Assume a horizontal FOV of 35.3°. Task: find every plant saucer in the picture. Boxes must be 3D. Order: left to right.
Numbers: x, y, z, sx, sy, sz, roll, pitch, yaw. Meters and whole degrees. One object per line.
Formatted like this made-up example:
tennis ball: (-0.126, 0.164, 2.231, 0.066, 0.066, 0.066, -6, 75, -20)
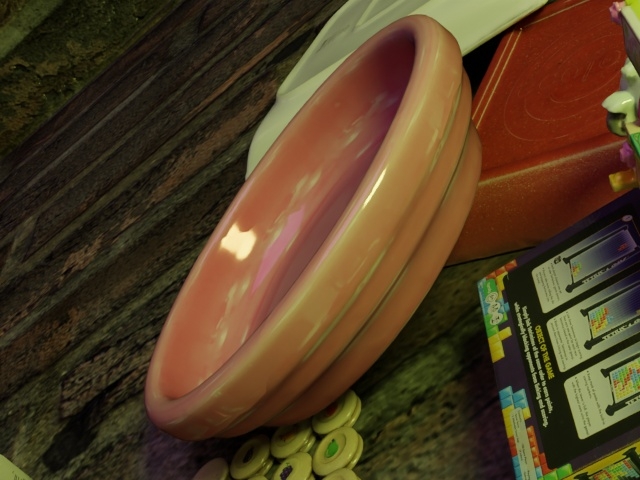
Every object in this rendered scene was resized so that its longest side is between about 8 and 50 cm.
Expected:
plant saucer: (0.000, 0.000, 0.702, 0.332, 0.084, 0.332, -49, 16, 20)
plant saucer: (0.195, -0.110, 0.694, 0.258, 0.048, 0.259, -16, 36, 46)

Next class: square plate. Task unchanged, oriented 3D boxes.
square plate: (0.091, -0.228, 0.988, 0.344, 0.049, 0.347, -27, 22, 35)

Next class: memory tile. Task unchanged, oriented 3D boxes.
memory tile: (-0.033, 0.160, 0.650, 0.148, 0.012, 0.113, -34, 26, 22)

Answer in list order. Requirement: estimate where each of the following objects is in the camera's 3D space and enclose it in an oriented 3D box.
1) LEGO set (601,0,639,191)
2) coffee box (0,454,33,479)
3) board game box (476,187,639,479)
LEGO set: (0.202, -0.040, 0.415, 0.132, 0.107, 0.287, -25, 32, -9)
coffee box: (-0.228, 0.293, 0.605, 0.168, 0.119, 0.297, -39, 25, 7)
board game box: (0.156, 0.049, 0.498, 0.141, 0.048, 0.170, -32, 27, 20)
